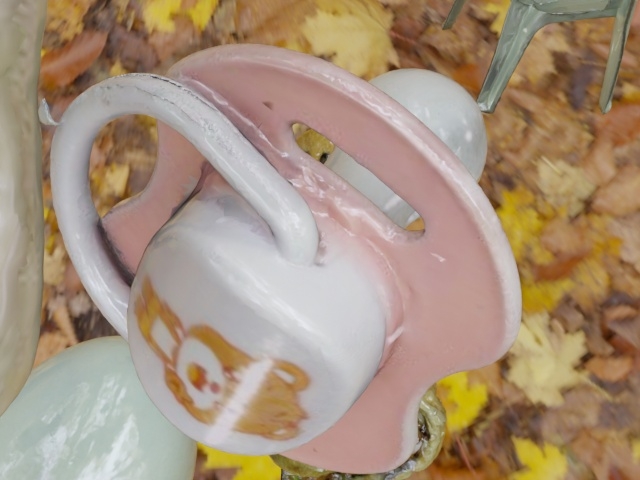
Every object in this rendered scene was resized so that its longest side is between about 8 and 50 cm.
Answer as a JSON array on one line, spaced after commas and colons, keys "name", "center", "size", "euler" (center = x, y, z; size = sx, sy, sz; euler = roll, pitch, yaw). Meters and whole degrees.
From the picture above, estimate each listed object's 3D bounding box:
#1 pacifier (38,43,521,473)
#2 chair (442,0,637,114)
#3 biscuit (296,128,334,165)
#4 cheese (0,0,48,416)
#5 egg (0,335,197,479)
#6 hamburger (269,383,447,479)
[{"name": "pacifier", "center": [-0.005, 0.008, 0.901], "size": [0.273, 0.332, 0.220], "euler": [-8, 62, -26]}, {"name": "chair", "center": [0.223, -0.277, 1.634], "size": [0.191, 0.203, 0.274], "euler": [-10, 144, -15]}, {"name": "biscuit", "center": [-0.001, 0.000, 1.662], "size": [0.158, 0.035, 0.240], "euler": [0, 95, 38]}, {"name": "cheese", "center": [-0.192, -0.082, 0.600], "size": [0.174, 0.251, 0.247], "euler": [1, 115, -10]}, {"name": "egg", "center": [-0.248, 0.254, 1.471], "size": [0.230, 0.230, 0.371], "euler": [31, 97, -11]}, {"name": "hamburger", "center": [0.017, 0.104, 1.297], "size": [0.183, 0.130, 0.206], "euler": [-28, 84, 44]}]
